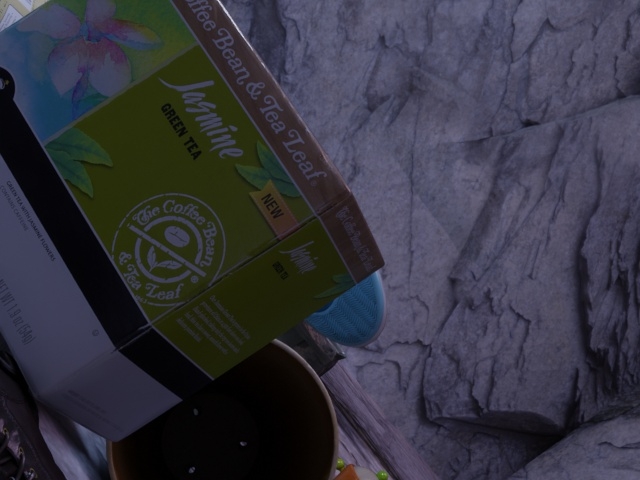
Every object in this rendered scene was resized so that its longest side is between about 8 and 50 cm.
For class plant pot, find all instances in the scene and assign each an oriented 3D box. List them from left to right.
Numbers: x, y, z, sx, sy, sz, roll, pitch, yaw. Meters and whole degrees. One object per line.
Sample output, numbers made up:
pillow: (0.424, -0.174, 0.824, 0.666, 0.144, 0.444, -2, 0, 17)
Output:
plant pot: (-0.114, 0.223, 1.633, 0.237, 0.237, 0.254, 53, -11, 3)

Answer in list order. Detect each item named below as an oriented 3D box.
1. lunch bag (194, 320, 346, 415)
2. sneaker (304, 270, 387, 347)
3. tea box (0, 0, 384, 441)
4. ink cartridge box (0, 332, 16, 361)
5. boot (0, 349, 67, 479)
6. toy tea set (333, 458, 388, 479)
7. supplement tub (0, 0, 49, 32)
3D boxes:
lunch bag: (-0.143, 0.107, 1.958, 0.287, 0.235, 0.169, 54, 7, 8)
sneaker: (0.000, 0.000, 1.929, 0.319, 0.127, 0.208, 57, 10, 14)
tea box: (-0.168, -0.047, 1.386, 0.329, 0.323, 0.220, 55, -2, 21)
ink cartridge box: (-0.335, 0.049, 1.533, 0.275, 0.060, 0.239, 56, -2, 38)
boot: (-0.240, 0.191, 1.179, 0.229, 0.091, 0.263, 56, 5, 15)
toy tea set: (0.123, 0.501, 2.439, 0.336, 0.124, 0.200, 51, 5, -33)
supplement tub: (-0.418, -0.239, 1.819, 0.228, 0.228, 0.316, 56, 5, 34)
